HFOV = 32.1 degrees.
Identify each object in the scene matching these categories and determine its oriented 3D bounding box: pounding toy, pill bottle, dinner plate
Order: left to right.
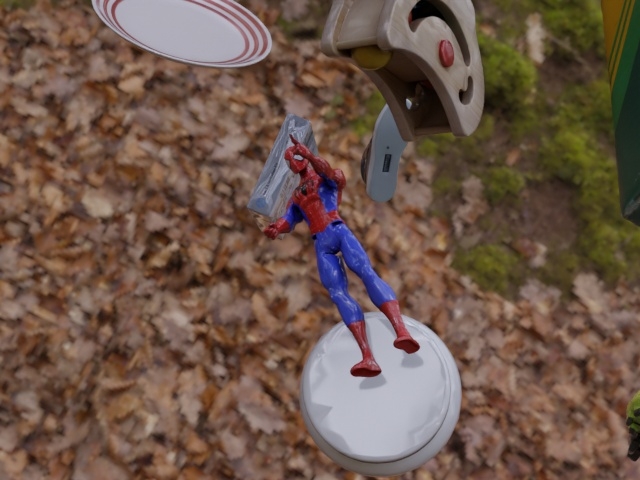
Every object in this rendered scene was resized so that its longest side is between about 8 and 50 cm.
[{"bbox_3d":[-0.107,-0.165,0.856,0.141,0.017,0.141,16,34,-11],"label":"dinner plate"},{"bbox_3d":[0.080,0.202,1.442,0.204,0.204,0.361,35,-7,11],"label":"pill bottle"},{"bbox_3d":[0.077,-0.187,1.186,0.155,0.154,0.269,-3,-8,33],"label":"pounding toy"}]

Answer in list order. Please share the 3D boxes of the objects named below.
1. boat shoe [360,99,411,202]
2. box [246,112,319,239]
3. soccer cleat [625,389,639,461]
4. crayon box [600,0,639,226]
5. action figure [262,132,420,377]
[{"bbox_3d":[0.104,-0.161,1.852,0.065,0.183,0.083,7,24,-16],"label":"boat shoe"},{"bbox_3d":[-0.050,-0.087,1.582,0.038,0.145,0.186,22,-7,8],"label":"box"},{"bbox_3d":[0.443,0.206,1.408,0.093,0.121,0.289,22,-19,18],"label":"soccer cleat"},{"bbox_3d":[0.271,-0.090,0.639,0.203,0.083,0.323,25,39,-8],"label":"crayon box"},{"bbox_3d":[0.000,0.000,1.197,0.139,0.091,0.280,26,36,-54],"label":"action figure"}]
